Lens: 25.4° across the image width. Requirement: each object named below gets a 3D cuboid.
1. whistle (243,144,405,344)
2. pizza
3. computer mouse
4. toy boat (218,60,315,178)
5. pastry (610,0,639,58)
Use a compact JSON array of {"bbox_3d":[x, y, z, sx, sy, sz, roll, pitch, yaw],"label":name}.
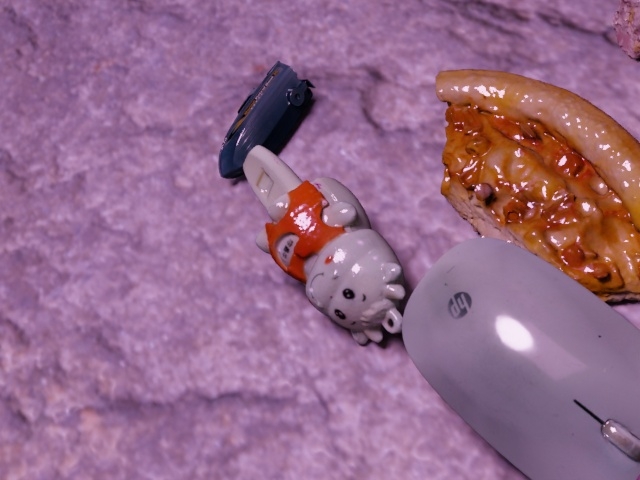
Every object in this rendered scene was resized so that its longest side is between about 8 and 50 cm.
[{"bbox_3d":[0.002,-0.001,1.377,0.102,0.106,0.253,-46,60,12],"label":"whistle"},{"bbox_3d":[0.219,-0.049,1.358,0.182,0.074,0.365,-36,56,-2],"label":"pizza"},{"bbox_3d":[0.191,0.111,1.230,0.159,0.097,0.288,-50,58,3],"label":"computer mouse"},{"bbox_3d":[-0.065,-0.121,1.507,0.060,0.055,0.141,10,60,49],"label":"toy boat"},{"bbox_3d":[0.421,-0.255,1.408,0.265,0.112,0.103,-10,45,10],"label":"pastry"}]
